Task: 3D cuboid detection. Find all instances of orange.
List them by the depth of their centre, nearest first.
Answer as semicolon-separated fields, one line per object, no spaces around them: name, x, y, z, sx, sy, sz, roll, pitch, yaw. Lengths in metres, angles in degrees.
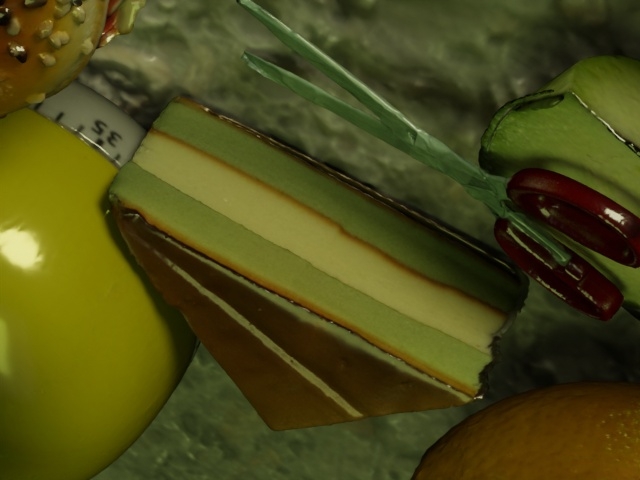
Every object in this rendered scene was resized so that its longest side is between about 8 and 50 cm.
orange;0.156;0.187;1.023;0.236;0.236;0.236;13;134;14

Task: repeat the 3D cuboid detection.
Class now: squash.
squash;0.176;-0.030;0.928;0.192;0.085;0.184;38;164;-6

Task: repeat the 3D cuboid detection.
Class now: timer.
timer;-0.214;0.054;1.039;0.285;0.285;0.285;13;134;14

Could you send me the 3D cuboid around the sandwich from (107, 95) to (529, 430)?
sandwich;0.000;0.000;0.998;0.144;0.117;0.187;-19;117;34

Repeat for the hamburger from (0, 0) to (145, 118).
hamburger;-0.213;-0.190;0.885;0.300;0.176;0.300;14;136;14

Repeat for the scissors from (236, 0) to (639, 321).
scissors;0.058;-0.045;0.944;0.247;0.017;0.144;34;165;10
